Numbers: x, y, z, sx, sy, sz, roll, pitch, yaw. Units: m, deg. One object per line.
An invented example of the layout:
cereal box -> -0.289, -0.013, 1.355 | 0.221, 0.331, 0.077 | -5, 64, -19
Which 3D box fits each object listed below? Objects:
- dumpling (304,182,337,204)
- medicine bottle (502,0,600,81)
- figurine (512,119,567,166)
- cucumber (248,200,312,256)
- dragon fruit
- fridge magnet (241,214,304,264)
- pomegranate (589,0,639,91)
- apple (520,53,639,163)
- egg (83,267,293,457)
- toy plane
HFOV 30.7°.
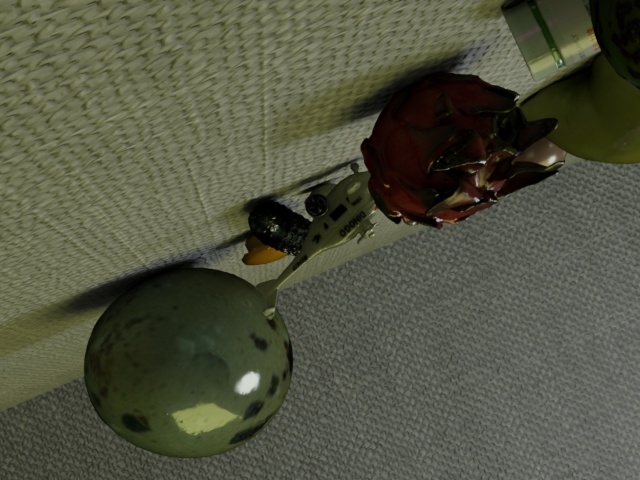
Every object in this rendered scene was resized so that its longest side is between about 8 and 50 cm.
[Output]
dumpling -> 0.007, -0.072, 1.903 | 0.077, 0.043, 0.059 | -38, -165, -14
medicine bottle -> 0.293, -0.245, 1.228 | 0.183, 0.086, 0.086 | -26, 174, 13
figurine -> 0.404, -0.179, 2.193 | 0.125, 0.125, 0.138 | -28, 158, 37
cucumber -> -0.068, -0.022, 1.887 | 0.081, 0.072, 0.303 | 18, 177, 13
dragon fruit -> 0.164, -0.113, 1.422 | 0.274, 0.193, 0.192 | -28, 144, 36
fridge magnet -> -0.080, 0.002, 2.109 | 0.143, 0.063, 0.143 | -25, 175, -2
pomegranate -> 0.370, -0.213, 1.018 | 0.254, 0.270, 0.254 | -48, -162, 21
apple -> 0.548, -0.280, 1.954 | 0.360, 0.311, 0.320 | -18, -143, -35
egg -> -0.240, 0.222, 2.094 | 0.345, 0.345, 0.428 | -27, 170, 32
toy plane -> 0.000, 0.000, 1.803 | 0.286, 0.108, 0.092 | -44, 168, -2
